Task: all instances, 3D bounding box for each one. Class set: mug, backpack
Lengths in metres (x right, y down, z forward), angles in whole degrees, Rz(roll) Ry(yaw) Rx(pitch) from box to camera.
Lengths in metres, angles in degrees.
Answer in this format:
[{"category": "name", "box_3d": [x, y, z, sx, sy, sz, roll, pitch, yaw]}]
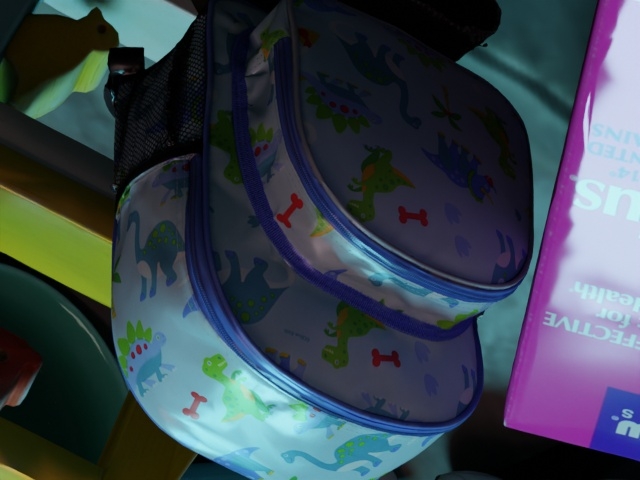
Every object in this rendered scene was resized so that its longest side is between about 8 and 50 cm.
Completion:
[{"category": "mug", "box_3d": [-0.148, 0.070, 0.716, 0.129, 0.158, 0.097, 10, 155, -43]}, {"category": "backpack", "box_3d": [0.000, 0.000, 0.487, 0.105, 0.114, 0.084, 26, 139, -29]}]

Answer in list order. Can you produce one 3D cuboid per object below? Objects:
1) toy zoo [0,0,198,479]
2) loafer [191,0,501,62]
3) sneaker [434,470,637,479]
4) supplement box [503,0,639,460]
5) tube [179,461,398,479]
[{"category": "toy zoo", "box_3d": [-0.113, -0.031, 0.533, 0.293, 0.192, 0.030, 28, 137, -7]}, {"category": "loafer", "box_3d": [-0.018, -0.119, 0.496, 0.078, 0.080, 0.220, -13, 138, 27]}, {"category": "sneaker", "box_3d": [0.132, 0.188, 0.741, 0.121, 0.099, 0.262, -10, 131, 24]}, {"category": "supplement box", "box_3d": [0.123, -0.044, 0.485, 0.111, 0.114, 0.220, 13, 140, 7]}, {"category": "tube", "box_3d": [-0.063, 0.118, 0.782, 0.207, 0.052, 0.080, -8, 126, 36]}]
